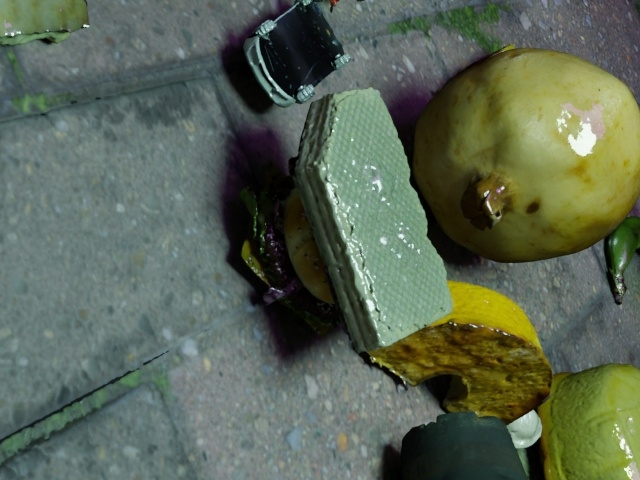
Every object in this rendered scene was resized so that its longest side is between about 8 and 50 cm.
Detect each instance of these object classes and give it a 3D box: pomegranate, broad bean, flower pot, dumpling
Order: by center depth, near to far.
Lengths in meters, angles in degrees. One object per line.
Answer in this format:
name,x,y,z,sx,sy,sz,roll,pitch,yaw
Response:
flower pot,0.148,0.251,1.137,0.157,0.157,0.107,33,34,-38
pomegranate,0.266,-0.106,1.346,0.307,0.307,0.307,28,51,-41
dumpling,0.242,0.230,1.351,0.077,0.043,0.059,46,63,-32
broad bean,0.556,0.028,1.860,0.292,0.049,0.144,-4,81,-51

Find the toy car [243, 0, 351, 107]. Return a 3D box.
toy car,-0.030,-0.211,1.217,0.095,0.056,0.205,58,34,-13

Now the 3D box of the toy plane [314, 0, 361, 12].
toy plane,0.031,-0.317,1.298,0.194,0.126,0.077,-123,-154,-60

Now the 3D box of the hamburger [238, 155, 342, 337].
hamburger,-0.003,0.000,1.111,0.189,0.093,0.164,32,49,-37

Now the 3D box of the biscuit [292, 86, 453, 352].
biscuit,0.050,-0.027,1.068,0.150,0.052,0.252,-15,86,-52

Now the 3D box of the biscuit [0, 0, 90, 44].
biscuit,-0.319,-0.242,0.881,0.273,0.036,0.187,-11,81,-53

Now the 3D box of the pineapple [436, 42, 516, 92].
pineapple,0.261,-0.203,1.572,0.233,0.079,0.135,-34,102,-54

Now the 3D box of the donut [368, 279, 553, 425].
donut,0.179,0.125,1.229,0.259,0.152,0.101,41,36,-35

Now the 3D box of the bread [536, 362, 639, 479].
bread,0.395,0.288,1.426,0.270,0.148,0.270,30,46,-37
